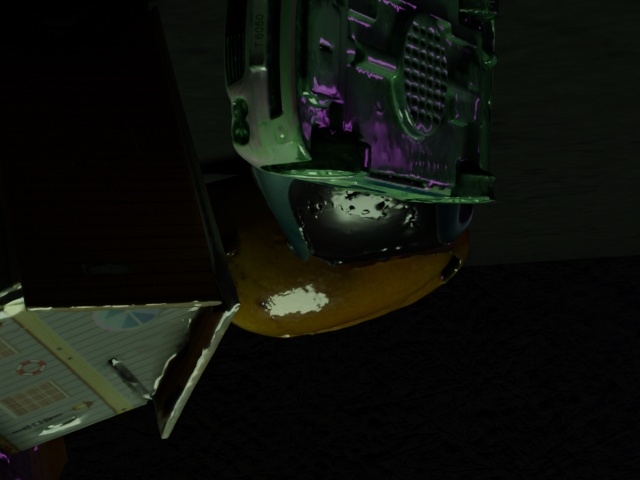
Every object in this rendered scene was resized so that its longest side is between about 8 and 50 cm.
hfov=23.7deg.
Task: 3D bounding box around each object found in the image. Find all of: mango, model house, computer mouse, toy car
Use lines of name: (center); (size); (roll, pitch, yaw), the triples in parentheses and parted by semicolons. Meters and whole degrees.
mango: (0.014, 0.003, 1.222); (0.236, 0.136, 0.166); (-6, 176, -37)
model house: (-0.105, -0.019, 0.630); (0.136, 0.219, 0.207); (-21, 145, 9)
computer mouse: (0.034, -0.033, 0.979); (0.137, 0.096, 0.233); (-4, 175, 9)
toy car: (0.014, -0.063, 0.590); (0.076, 0.090, 0.224); (2, 178, 25)
